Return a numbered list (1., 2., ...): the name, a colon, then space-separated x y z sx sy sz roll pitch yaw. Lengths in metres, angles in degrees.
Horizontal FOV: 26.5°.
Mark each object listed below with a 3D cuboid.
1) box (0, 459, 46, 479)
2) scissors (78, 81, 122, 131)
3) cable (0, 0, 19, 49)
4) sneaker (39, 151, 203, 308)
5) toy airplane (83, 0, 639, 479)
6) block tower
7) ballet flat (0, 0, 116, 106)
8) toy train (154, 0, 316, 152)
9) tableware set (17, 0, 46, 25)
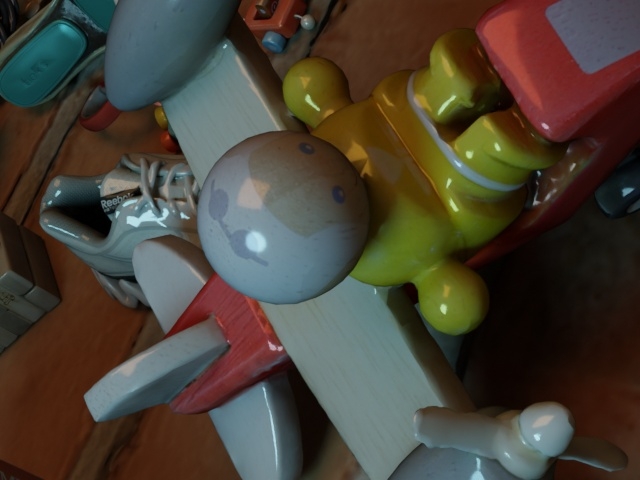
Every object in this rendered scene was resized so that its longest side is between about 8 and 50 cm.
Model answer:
1. box: -0.217 0.313 0.802 0.168 0.215 0.345 -36 45 17
2. scissors: -0.139 -0.133 1.109 0.109 0.021 0.297 -57 22 -7
3. cable: -0.364 -0.187 1.396 0.184 0.047 0.150 -48 34 21
4. sneaker: -0.085 -0.017 0.983 0.292 0.118 0.110 -9 55 36
5. toy airplane: 0.000 0.000 0.763 0.386 0.272 0.384 14 95 25
6. block tower: -0.382 0.109 1.181 0.335 0.091 0.097 -41 42 12
7. ballet flat: -0.212 -0.215 1.265 0.248 0.086 0.086 -30 47 25
8. toy train: -0.081 -0.146 1.118 0.125 0.046 0.166 13 72 46
9. tableware set: -0.267 -0.284 1.398 0.141 0.020 0.168 -15 53 34
